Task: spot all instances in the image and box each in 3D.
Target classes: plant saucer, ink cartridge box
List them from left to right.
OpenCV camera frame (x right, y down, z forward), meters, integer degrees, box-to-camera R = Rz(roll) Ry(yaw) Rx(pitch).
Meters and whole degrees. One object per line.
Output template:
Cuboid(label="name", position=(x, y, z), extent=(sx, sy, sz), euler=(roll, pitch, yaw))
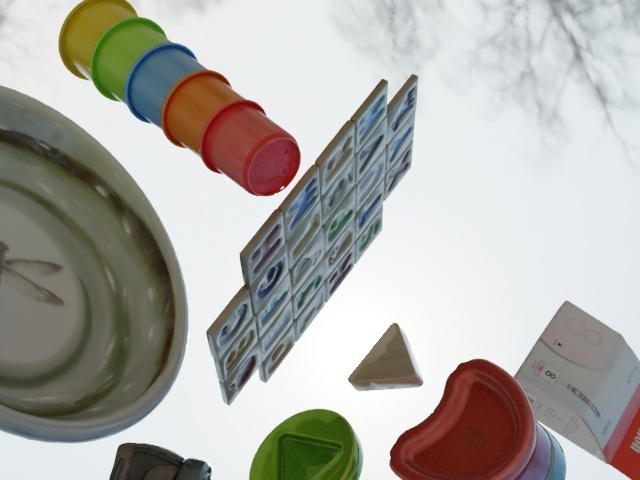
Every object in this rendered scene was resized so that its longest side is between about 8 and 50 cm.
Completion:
Cuboid(label="plant saucer", position=(-0.313, 0.030, 1.268), extent=(0.100, 0.400, 0.400), euler=(-36, -164, 33))
Cuboid(label="ink cartridge box", position=(0.371, 0.198, 1.625), extent=(0.232, 0.066, 0.189), euler=(29, -141, 14))

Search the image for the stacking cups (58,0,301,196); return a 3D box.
Cuboid(label="stacking cups", position=(-0.139, -0.134, 1.199), extent=(0.096, 0.096, 0.316), euler=(-34, -134, -16))

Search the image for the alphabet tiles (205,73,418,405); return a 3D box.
Cuboid(label="alphabet tiles", position=(0.000, 0.000, 1.263), extent=(0.011, 0.285, 0.342), euler=(31, -114, 16))

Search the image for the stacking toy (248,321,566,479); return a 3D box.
Cuboid(label="stacking toy", position=(0.088, 0.259, 1.321), extent=(0.309, 0.130, 0.279), euler=(-43, -142, -5))

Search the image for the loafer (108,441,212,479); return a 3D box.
Cuboid(label="loafer", position=(-0.174, 0.290, 1.022), extent=(0.084, 0.096, 0.268), euler=(20, -114, 8))
